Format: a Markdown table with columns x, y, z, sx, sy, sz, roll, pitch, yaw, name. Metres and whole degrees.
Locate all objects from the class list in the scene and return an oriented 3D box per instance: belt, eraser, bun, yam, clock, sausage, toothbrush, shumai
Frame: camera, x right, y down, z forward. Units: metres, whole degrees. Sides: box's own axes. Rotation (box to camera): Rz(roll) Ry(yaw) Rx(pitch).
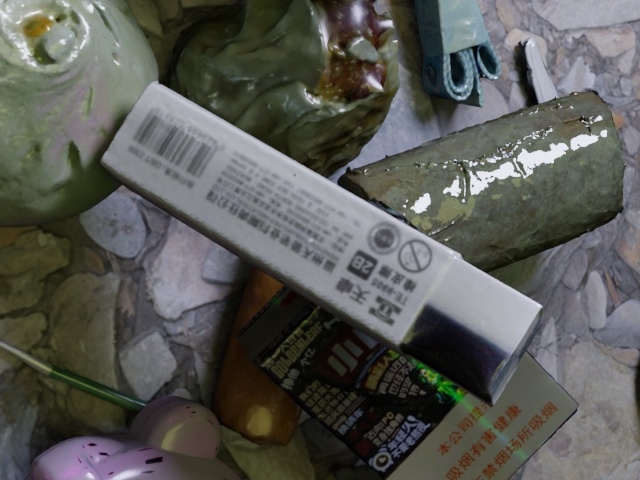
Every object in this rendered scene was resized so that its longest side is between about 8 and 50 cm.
| x | y | z | sx | sy | sz | roll | pitch | yaw | name |
| --- | --- | --- | --- | --- | --- | --- | --- | --- | --- |
| 0.139 | -0.294 | 1.408 | 0.087 | 0.072 | 0.302 | -20 | 109 | -22 | belt |
| 0.000 | 0.000 | 1.136 | 0.404 | 0.096 | 0.098 | 31 | 84 | 15 | eraser |
| -0.271 | -0.146 | 1.181 | 0.283 | 0.179 | 0.283 | -2 | 95 | -26 | bun |
| 0.180 | -0.050 | 1.392 | 0.304 | 0.168 | 0.168 | -21 | 100 | -17 | yam |
| -0.199 | 0.327 | 1.242 | 0.322 | 0.113 | 0.295 | -34 | 111 | -27 | clock |
| -0.035 | 0.079 | 1.331 | 0.109 | 0.109 | 0.270 | 20 | 87 | -24 | sausage |
| -0.253 | 0.137 | 1.282 | 0.257 | 0.018 | 0.024 | 25 | 84 | -23 | toothbrush |
| -0.012 | -0.159 | 1.287 | 0.256 | 0.218 | 0.189 | -8 | 86 | -25 | shumai |

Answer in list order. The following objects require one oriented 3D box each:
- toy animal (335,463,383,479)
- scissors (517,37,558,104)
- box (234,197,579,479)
| x | y | z | sx | sy | sz | roll | pitch | yaw | name |
| --- | --- | --- | --- | --- | --- | --- | --- | --- | --- |
| 0.126 | 0.292 | 1.422 | 0.219 | 0.095 | 0.155 | -2 | 88 | -24 | toy animal |
| 0.280 | -0.144 | 1.520 | 0.101 | 0.027 | 0.204 | -27 | 104 | -23 | scissors |
| 0.092 | 0.131 | 1.277 | 0.198 | 0.084 | 0.310 | -45 | 117 | -1 | box |
